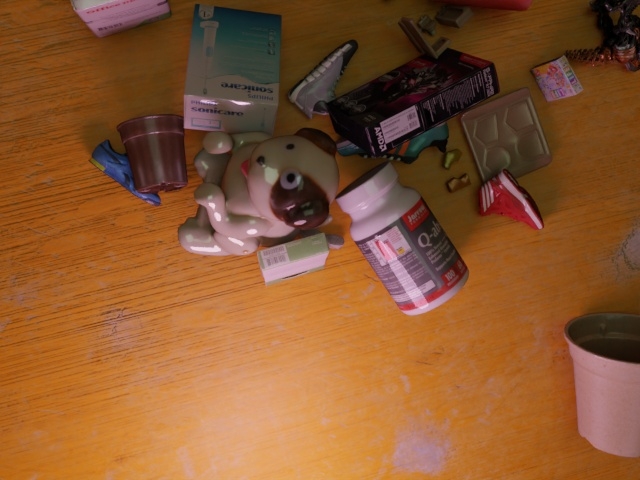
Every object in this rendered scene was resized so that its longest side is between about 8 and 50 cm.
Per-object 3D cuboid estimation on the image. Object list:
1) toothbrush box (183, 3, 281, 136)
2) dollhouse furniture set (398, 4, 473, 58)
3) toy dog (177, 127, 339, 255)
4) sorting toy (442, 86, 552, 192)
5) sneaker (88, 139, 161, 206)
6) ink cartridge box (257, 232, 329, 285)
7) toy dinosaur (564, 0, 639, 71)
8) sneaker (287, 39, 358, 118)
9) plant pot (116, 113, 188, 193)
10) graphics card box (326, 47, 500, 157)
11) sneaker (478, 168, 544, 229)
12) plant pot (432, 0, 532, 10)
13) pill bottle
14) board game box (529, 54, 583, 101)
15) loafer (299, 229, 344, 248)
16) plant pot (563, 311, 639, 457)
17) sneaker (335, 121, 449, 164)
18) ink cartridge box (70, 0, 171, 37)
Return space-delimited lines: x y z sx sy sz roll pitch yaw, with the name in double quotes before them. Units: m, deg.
"toothbrush box" -0.208 -0.408 1.626 0.216 0.126 0.296 4 59 -9
"dollhouse furniture set" 0.285 -0.574 1.732 0.151 0.144 0.123 -44 120 3
"toy dog" -0.114 -0.100 1.567 0.395 0.408 0.285 26 68 -19
"sorting toy" 0.465 -0.260 1.855 0.307 0.041 0.229 -23 102 -6
"sneaker" -0.477 -0.170 1.705 0.209 0.069 0.082 38 85 -9
"ink cartridge box" -0.069 0.051 1.712 0.171 0.235 0.056 -16 80 -6
"toy dinosaur" 0.822 -0.555 1.831 0.321 0.164 0.219 -29 116 -26
"sneaker" 0.034 -0.404 1.761 0.228 0.086 0.132 -40 104 7
"plant pot" -0.399 -0.205 1.650 0.166 0.167 0.165 -10 86 -7
"graphics card box" 0.226 -0.354 1.688 0.370 0.233 0.094 -29 125 -10
"sneaker" 0.513 -0.091 1.868 0.128 0.087 0.221 -32 115 26
"plant pot" 0.398 -0.711 1.702 0.243 0.275 0.275 -2 95 3
"pill bottle" 0.205 -0.007 1.748 0.210 0.210 0.363 -35 99 -4
"board game box" 0.625 -0.428 1.802 0.026 0.154 0.103 -34 98 -5
"loafer" 0.000 0.000 1.805 0.125 0.039 0.045 14 58 -7
"plant pot" 0.828 0.400 1.841 0.333 0.334 0.306 -4 106 -8
"sneaker" 0.192 -0.248 1.777 0.302 0.108 0.121 -13 108 1
"ink cartridge box" -0.464 -0.575 1.568 0.198 0.273 0.115 -18 97 -7
